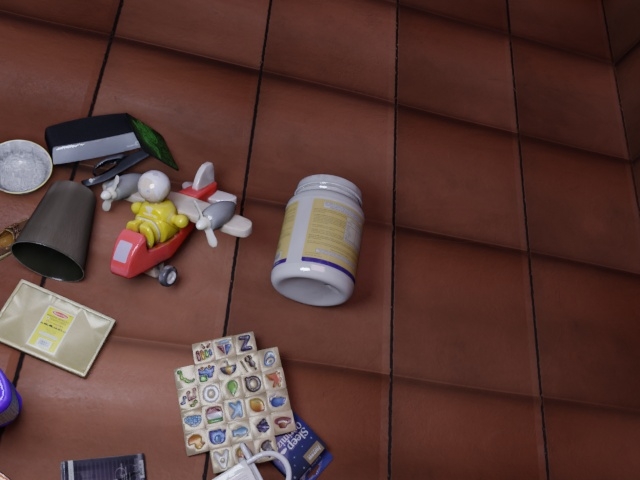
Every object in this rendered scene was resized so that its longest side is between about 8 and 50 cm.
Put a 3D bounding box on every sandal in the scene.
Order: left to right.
[{"bbox_3d":[-0.596,-0.227,1.832,0.254,0.097,0.054,-41,112,-38],"label":"sandal"}]

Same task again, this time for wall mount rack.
[{"bbox_3d":[-0.204,0.673,1.504,0.350,0.130,0.304,-28,73,-12],"label":"wall mount rack"}]

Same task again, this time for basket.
[{"bbox_3d":[-0.694,-0.036,1.678,0.154,0.204,0.226,-12,53,24],"label":"basket"}]

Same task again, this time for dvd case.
[{"bbox_3d":[-0.497,0.589,1.459,0.221,0.018,0.164,17,54,-52],"label":"dvd case"}]

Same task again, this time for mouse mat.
[{"bbox_3d":[-0.498,-0.292,1.855,0.007,0.153,0.189,-43,54,12],"label":"mouse mat"}]

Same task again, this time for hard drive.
[{"bbox_3d":[-0.665,-0.304,1.832,0.255,0.054,0.172,-16,43,-22],"label":"hard drive"}]

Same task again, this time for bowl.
[{"bbox_3d":[-0.836,-0.188,1.748,0.170,0.080,0.170,7,64,-15],"label":"bowl"}]

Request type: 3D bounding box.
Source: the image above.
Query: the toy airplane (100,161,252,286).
[{"bbox_3d":[-0.406,-0.096,1.725,0.386,0.272,0.384,-17,48,-5],"label":"toy airplane"}]

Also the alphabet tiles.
[{"bbox_3d":[-0.228,0.422,1.661,0.285,0.011,0.342,-11,69,-9],"label":"alphabet tiles"}]

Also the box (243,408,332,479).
[{"bbox_3d":[-0.081,0.543,1.670,0.225,0.036,0.136,45,62,5],"label":"box"}]

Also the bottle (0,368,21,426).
[{"bbox_3d":[-0.731,0.360,1.410,0.092,0.283,0.118,-25,75,-25],"label":"bottle"}]

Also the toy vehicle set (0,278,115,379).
[{"bbox_3d":[-0.692,0.229,1.624,0.267,0.035,0.166,25,61,-5],"label":"toy vehicle set"}]

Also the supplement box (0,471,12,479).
[{"bbox_3d":[-0.793,0.620,1.389,0.080,0.078,0.233,34,60,0],"label":"supplement box"}]

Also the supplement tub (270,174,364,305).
[{"bbox_3d":[0.000,0.000,1.830,0.241,0.241,0.331,16,62,-10],"label":"supplement tub"}]

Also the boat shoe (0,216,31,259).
[{"bbox_3d":[-0.817,-0.013,1.683,0.064,0.060,0.178,46,61,7],"label":"boat shoe"}]
